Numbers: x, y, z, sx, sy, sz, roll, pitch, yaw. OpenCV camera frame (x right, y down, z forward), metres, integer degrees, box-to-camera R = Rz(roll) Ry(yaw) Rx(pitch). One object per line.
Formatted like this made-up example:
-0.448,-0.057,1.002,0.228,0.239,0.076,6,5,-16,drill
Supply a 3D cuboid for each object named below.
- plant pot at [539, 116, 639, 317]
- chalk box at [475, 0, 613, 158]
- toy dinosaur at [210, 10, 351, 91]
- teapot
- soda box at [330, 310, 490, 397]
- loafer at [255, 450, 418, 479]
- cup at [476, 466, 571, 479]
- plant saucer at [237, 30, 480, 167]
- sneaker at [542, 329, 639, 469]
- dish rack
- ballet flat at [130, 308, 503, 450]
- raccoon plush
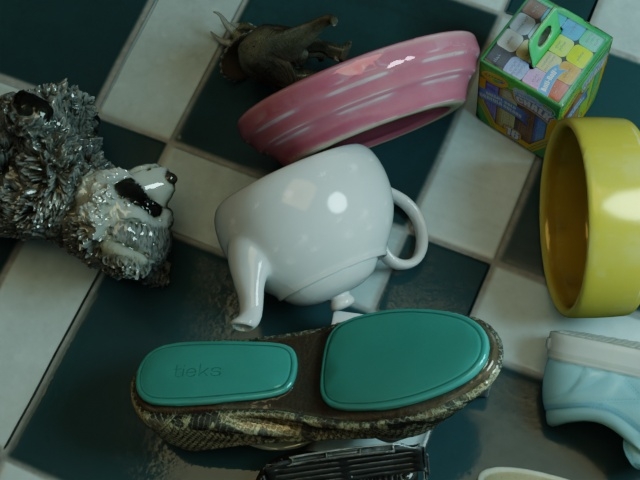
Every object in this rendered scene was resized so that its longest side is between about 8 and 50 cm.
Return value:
0.421,-0.031,1.480,0.239,0.254,0.254,-2,69,-3,plant pot
0.301,-0.230,1.580,0.132,0.213,0.132,34,76,16,chalk box
-0.055,-0.253,1.627,0.160,0.313,0.121,7,96,-16,toy dinosaur
0.000,0.000,1.522,0.256,0.252,0.187,-26,85,8,teapot
0.118,0.148,1.528,0.216,0.069,0.074,8,69,7,soda box
0.023,0.313,1.469,0.220,0.078,0.080,-8,50,20,loafer
0.292,0.431,1.302,0.331,0.331,0.237,20,97,12,cup
0.058,-0.173,1.531,0.332,0.332,0.084,-20,87,-3,plant saucer
0.443,0.213,1.422,0.366,0.135,0.150,11,95,36,sneaker
0.041,0.324,1.368,0.208,0.271,0.074,-9,52,1,dish rack
0.004,0.189,1.447,0.482,0.182,0.164,-8,48,20,ballet flat
-0.400,-0.007,1.616,0.446,0.216,0.299,-31,82,24,raccoon plush
